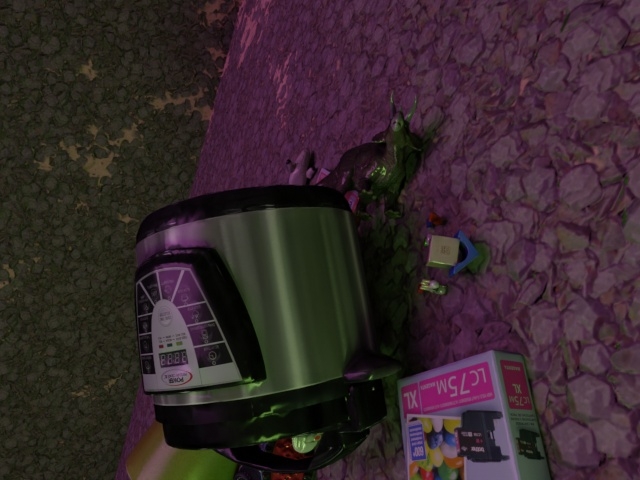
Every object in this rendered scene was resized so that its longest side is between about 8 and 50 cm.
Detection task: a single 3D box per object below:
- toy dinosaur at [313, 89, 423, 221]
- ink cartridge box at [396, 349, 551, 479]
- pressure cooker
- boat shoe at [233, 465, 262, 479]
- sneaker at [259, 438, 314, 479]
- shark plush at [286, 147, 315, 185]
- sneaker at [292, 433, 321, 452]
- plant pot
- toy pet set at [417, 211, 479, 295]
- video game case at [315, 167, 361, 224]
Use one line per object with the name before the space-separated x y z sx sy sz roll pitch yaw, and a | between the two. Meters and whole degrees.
toy dinosaur | 0.087 -0.124 0.898 0.313 0.121 0.160 -22 49 60
ink cartridge box | 0.182 0.304 0.573 0.186 0.065 0.311 -40 47 49
pressure cooker | -0.085 0.150 0.779 0.370 0.375 0.421 139 122 -76
boat shoe | -0.123 0.651 0.885 0.187 0.156 0.500 -57 32 36
sneaker | -0.076 0.410 0.990 0.125 0.104 0.262 109 161 -50
shark plush | -0.051 -0.148 1.232 0.067 0.073 0.161 -88 2 -60
sneaker | -0.024 0.331 0.955 0.065 0.061 0.158 134 149 -69
plant pot | -0.256 0.437 1.148 0.294 0.274 0.274 -61 27 -6
toy pet set | 0.187 0.017 0.709 0.114 0.065 0.122 69 -150 -76
video game case | 0.000 0.000 1.071 0.204 0.025 0.285 46 119 58
